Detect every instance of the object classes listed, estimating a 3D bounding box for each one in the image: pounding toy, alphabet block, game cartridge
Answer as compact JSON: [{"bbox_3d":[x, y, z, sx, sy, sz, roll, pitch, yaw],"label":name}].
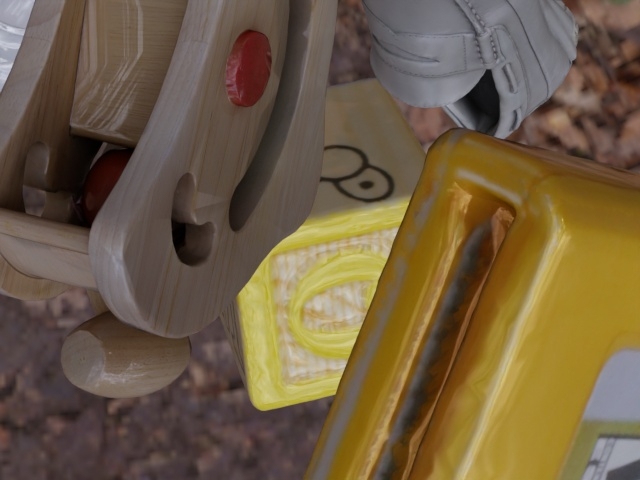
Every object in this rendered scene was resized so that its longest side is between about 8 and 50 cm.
[{"bbox_3d":[-0.093,-0.057,0.690,0.155,0.154,0.269,13,106,24],"label":"pounding toy"},{"bbox_3d":[0.000,0.000,1.575,0.192,0.197,0.193,-13,127,-8],"label":"alphabet block"},{"bbox_3d":[0.102,0.126,0.561,0.324,0.053,0.285,9,105,-45],"label":"game cartridge"}]

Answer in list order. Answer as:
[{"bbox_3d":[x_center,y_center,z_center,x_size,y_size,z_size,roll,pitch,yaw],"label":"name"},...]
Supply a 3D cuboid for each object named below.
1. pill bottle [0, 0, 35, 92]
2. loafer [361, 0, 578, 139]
[{"bbox_3d":[-0.251,-0.145,1.288,0.131,0.131,0.229,21,140,-26],"label":"pill bottle"},{"bbox_3d":[0.079,-0.136,1.132,0.111,0.112,0.319,-62,151,0],"label":"loafer"}]
